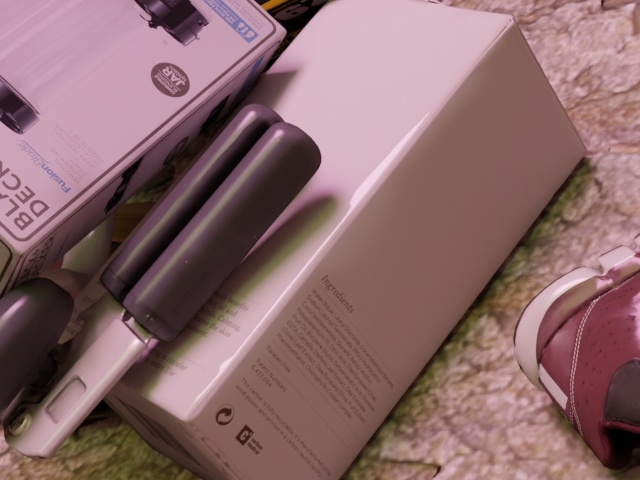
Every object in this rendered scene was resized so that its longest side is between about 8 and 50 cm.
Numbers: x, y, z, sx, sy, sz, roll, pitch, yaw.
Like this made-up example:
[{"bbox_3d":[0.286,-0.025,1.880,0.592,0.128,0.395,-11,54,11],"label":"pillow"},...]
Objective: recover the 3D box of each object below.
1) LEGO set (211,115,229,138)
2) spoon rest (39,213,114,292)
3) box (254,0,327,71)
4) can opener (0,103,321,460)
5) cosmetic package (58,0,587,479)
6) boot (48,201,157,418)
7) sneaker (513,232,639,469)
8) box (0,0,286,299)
[{"bbox_3d":[-0.063,-0.099,1.365,0.054,0.023,0.083,-43,25,-11],"label":"LEGO set"},{"bbox_3d":[-0.200,-0.081,1.167,0.137,0.084,0.276,-10,68,18],"label":"spoon rest"},{"bbox_3d":[-0.090,-0.187,1.309,0.322,0.079,0.257,-24,-4,16],"label":"box"},{"bbox_3d":[-0.123,0.019,0.978,0.283,0.095,0.076,-50,41,-2],"label":"can opener"},{"bbox_3d":[0.000,0.000,1.101,0.365,0.155,0.197,-49,39,-16],"label":"cosmetic package"},{"bbox_3d":[-0.235,0.059,1.276,0.248,0.090,0.207,-8,45,28],"label":"boot"},{"bbox_3d":[0.263,0.042,0.911,0.281,0.106,0.162,-40,42,13],"label":"sneaker"},{"bbox_3d":[-0.178,-0.106,1.057,0.290,0.169,0.087,-44,-3,-36],"label":"box"}]
